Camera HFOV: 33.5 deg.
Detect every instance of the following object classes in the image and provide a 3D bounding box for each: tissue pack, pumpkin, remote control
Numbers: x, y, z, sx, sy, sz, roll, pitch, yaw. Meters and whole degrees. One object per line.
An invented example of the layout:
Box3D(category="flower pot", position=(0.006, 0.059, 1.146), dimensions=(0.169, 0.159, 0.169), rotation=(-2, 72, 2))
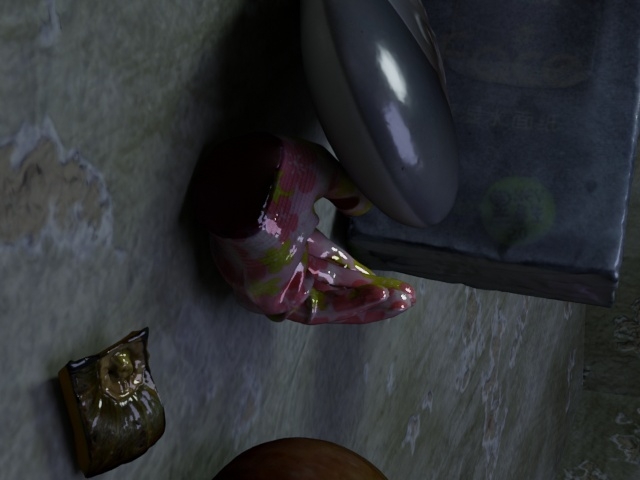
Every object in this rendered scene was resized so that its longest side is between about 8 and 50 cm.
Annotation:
Box3D(category="tissue pack", position=(0.207, -0.142, 1.169), dimensions=(0.124, 0.288, 0.394), rotation=(69, 33, -67))
Box3D(category="pumpkin", position=(-0.140, 0.103, 0.698), dimensions=(0.073, 0.035, 0.101), rotation=(-36, 132, -48))
Box3D(category="remote control", position=(0.050, -0.148, 0.917), dimensions=(0.221, 0.104, 0.332), rotation=(55, 21, -33))

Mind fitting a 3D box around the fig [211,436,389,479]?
Box3D(category="fig", position=(-0.015, 0.280, 0.847), dimensions=(0.235, 0.214, 0.235), rotation=(-58, 170, -16))

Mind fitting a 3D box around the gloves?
Box3D(category="gloves", position=(-0.011, 0.005, 0.888), dimensions=(0.241, 0.126, 0.145), rotation=(54, 17, -55))
